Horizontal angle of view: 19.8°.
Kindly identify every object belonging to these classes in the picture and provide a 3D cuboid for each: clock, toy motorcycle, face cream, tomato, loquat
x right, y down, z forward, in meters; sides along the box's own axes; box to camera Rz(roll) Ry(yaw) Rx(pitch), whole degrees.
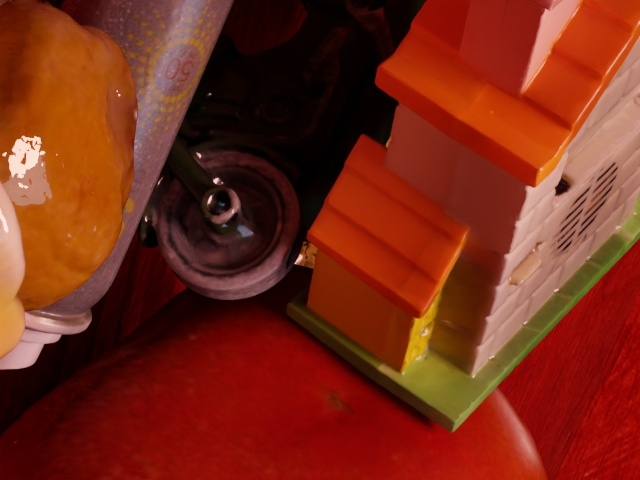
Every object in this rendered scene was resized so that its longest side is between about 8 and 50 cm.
[{"bbox_3d":[0.105,-0.074,0.874,0.220,0.106,0.255,-41,156,-35],"label":"clock"},{"bbox_3d":[-0.014,-0.083,0.992,0.275,0.127,0.205,-63,164,-16],"label":"toy motorcycle"},{"bbox_3d":[-0.098,-0.068,0.848,0.283,0.073,0.073,-65,161,14],"label":"face cream"},{"bbox_3d":[-0.041,0.171,0.991,0.325,0.293,0.289,-33,155,-40],"label":"tomato"},{"bbox_3d":[-0.134,-0.037,0.756,0.137,0.113,0.137,-17,113,-46],"label":"loquat"}]

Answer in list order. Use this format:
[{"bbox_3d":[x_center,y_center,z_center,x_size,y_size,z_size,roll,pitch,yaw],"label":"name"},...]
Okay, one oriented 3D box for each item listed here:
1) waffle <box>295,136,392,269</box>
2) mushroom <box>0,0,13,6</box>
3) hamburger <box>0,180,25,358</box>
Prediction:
[{"bbox_3d":[-0.002,-0.001,1.243,0.291,0.051,0.291,-50,158,-29],"label":"waffle"},{"bbox_3d":[-0.124,-0.171,0.558,0.231,0.138,0.194,-18,149,-49],"label":"mushroom"},{"bbox_3d":[-0.202,0.010,0.423,0.186,0.261,0.302,-56,180,-28],"label":"hamburger"}]
